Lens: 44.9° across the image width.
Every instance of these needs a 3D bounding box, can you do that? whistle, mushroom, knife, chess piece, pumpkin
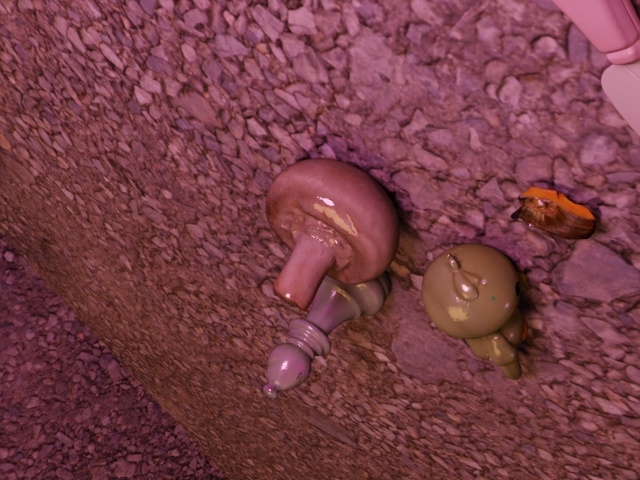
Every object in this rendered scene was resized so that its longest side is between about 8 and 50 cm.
[{"bbox_3d":[0.244,0.100,1.088,0.141,0.141,0.294,4,155,45],"label":"whistle"},{"bbox_3d":[0.000,0.000,1.096,0.207,0.215,0.207,26,156,13],"label":"mushroom"},{"bbox_3d":[0.296,-0.150,0.736,0.336,0.043,0.081,49,161,-23],"label":"knife"},{"bbox_3d":[-0.008,0.142,1.243,0.139,0.272,0.139,28,151,17],"label":"chess piece"},{"bbox_3d":[0.280,-0.034,0.924,0.101,0.035,0.073,23,159,19],"label":"pumpkin"}]
